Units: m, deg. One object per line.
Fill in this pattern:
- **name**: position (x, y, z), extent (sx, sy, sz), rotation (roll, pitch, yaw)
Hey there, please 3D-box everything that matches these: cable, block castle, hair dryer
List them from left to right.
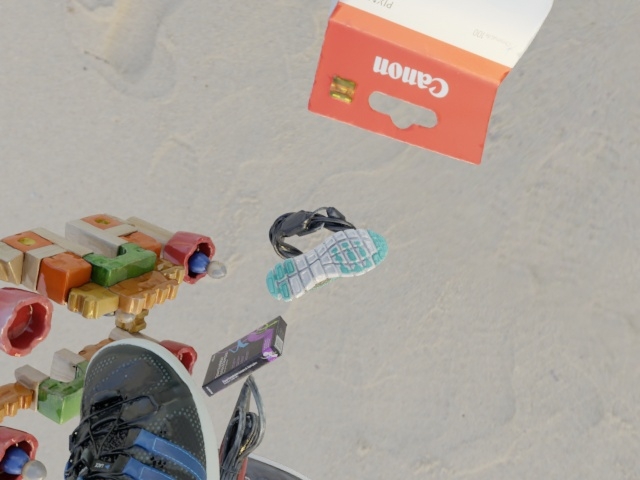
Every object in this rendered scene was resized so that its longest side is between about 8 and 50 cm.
- **block castle**: position (-0.344, 0.147, 1.223), extent (0.213, 0.453, 0.303), rotation (21, 111, 23)
- **hair dryer**: position (-0.093, 0.286, 0.855), extent (0.080, 0.223, 0.293), rotation (21, 150, -4)
- **cable**: position (0.000, 0.000, 1.290), extent (0.151, 0.047, 0.184), rotation (24, 150, -26)

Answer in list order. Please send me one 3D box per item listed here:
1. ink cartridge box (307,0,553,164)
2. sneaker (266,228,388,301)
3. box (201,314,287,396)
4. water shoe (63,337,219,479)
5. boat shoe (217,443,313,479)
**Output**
- **ink cartridge box**: position (0.174, -0.330, 1.146), extent (0.308, 0.091, 0.385), rotation (14, 90, -23)
- **sneaker**: position (0.008, 0.029, 1.064), extent (0.166, 0.076, 0.065), rotation (-19, 88, -1)
- **box**: position (-0.137, 0.208, 1.454), extent (0.162, 0.116, 0.029), rotation (-33, 107, 14)
- **water shoe**: position (-0.091, 0.126, 0.370), extent (0.073, 0.080, 0.203), rotation (-28, 54, 14)
- **boat shoe**: position (-0.030, 0.428, 1.271), extent (0.335, 0.112, 0.095), rotation (23, 68, 6)
